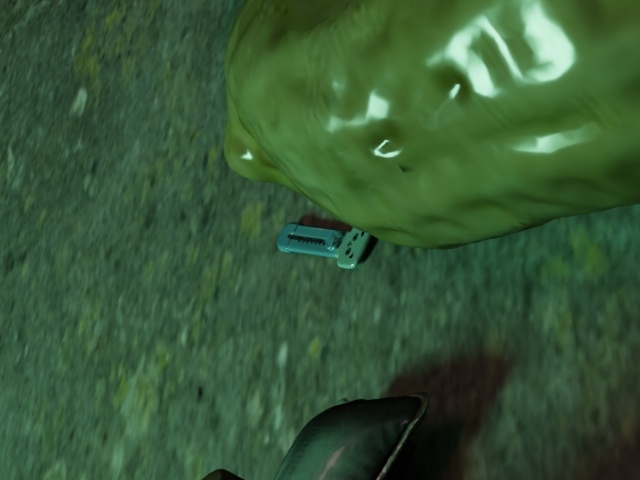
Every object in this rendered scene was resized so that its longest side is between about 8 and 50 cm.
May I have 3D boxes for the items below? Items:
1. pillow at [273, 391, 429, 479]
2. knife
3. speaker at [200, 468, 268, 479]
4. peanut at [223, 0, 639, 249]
[{"bbox_3d":[-0.001,0.127,0.875,0.091,0.055,0.136,105,-171,-69],"label":"pillow"},{"bbox_3d":[0.000,0.000,1.060,0.096,0.010,0.027,7,67,61],"label":"knife"},{"bbox_3d":[-0.022,0.234,0.696,0.192,0.153,0.231,-44,30,23],"label":"speaker"},{"bbox_3d":[0.079,-0.097,0.861,0.387,0.169,0.192,-15,43,53],"label":"peanut"}]
